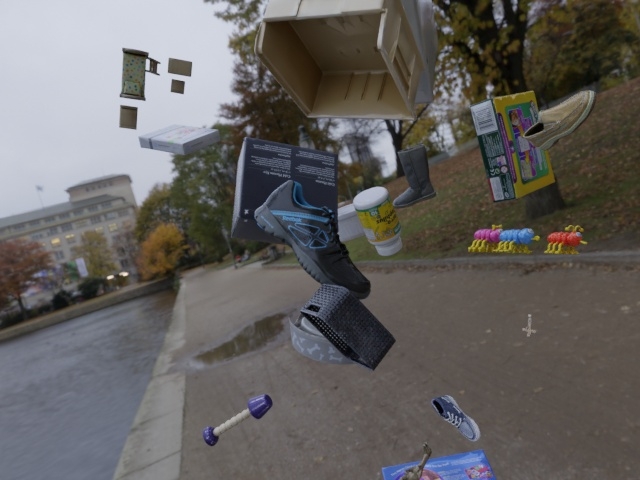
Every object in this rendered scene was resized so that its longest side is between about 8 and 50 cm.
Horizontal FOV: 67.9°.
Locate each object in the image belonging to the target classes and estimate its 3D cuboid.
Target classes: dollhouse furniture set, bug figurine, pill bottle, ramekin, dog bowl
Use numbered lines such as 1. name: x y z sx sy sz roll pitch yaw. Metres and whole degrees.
1. dollhouse furniture set: -0.399 -0.354 1.153 0.161 0.181 0.101 3 14 -22
2. bug figurine: 0.506 -0.003 1.187 0.279 0.072 0.216 2 -2 -32
3. pill bottle: 0.193 -0.058 1.540 0.118 0.208 0.117 -19 26 10
4. ramekin: 0.151 -0.090 2.174 0.273 0.127 0.273 -20 9 3
5. dog bowl: 0.050 0.342 1.744 0.349 0.102 0.349 8 11 -2

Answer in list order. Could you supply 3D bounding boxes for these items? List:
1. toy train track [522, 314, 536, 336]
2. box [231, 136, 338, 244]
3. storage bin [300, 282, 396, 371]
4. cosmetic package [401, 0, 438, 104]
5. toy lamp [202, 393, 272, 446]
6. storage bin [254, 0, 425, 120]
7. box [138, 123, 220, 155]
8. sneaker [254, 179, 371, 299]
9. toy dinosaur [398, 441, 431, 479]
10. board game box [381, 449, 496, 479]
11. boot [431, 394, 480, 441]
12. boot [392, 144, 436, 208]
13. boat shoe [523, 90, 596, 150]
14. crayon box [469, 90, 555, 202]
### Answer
1. toy train track: 0.772 0.316 1.760 0.048 0.083 0.014 4 2 39
2. box: -0.123 -0.158 1.668 0.343 0.312 0.179 8 -26 -15
3. storage bin: 0.059 0.183 1.018 0.084 0.180 0.122 -50 20 -18
4. cosmetic package: 0.174 -0.527 1.119 0.156 0.217 0.385 1 -25 20
5. toy lamp: -0.288 0.629 1.673 0.275 0.080 0.080 -36 -2 12
6. storage bin: 0.048 -0.361 0.952 0.262 0.123 0.260 10 -12 28
7. box: -0.413 -0.298 1.393 0.186 0.038 0.145 15 34 29
8. sneaker: 0.000 0.000 1.121 0.139 0.341 0.125 -49 -8 9
9. toy dinosaur: 0.204 0.544 1.076 0.093 0.053 0.183 -6 -53 -53
10. board game box: 0.387 0.808 1.504 0.347 0.078 0.233 -11 22 2
11. boot: 0.474 0.634 1.687 0.086 0.069 0.190 8 26 -37
12. boot: 0.334 -0.241 1.811 0.190 0.208 0.076 -22 26 9
13. boat shoe: 0.498 -0.256 1.011 0.072 0.068 0.190 22 -23 0
14. crayon box: 0.719 -0.353 1.766 0.313 0.362 0.106 -20 7 -39
